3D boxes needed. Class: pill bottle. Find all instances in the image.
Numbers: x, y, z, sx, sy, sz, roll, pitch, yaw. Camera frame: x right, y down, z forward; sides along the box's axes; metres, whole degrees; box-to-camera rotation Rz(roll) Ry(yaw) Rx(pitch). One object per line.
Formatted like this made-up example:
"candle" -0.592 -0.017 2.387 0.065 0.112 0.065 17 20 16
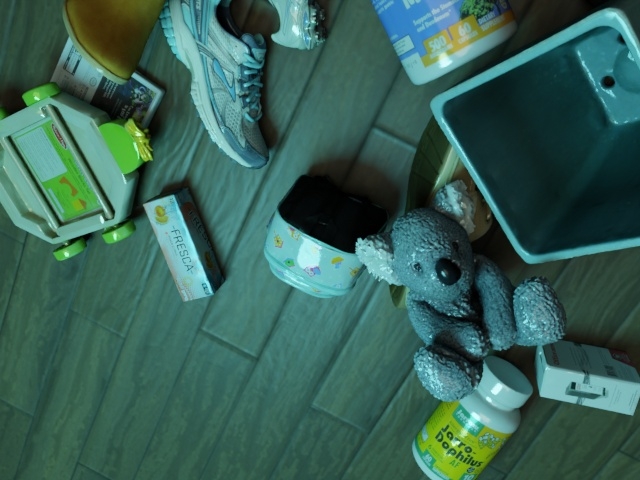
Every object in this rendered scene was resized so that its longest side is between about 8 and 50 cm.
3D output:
"pill bottle" 0.126 -0.352 0.760 0.152 0.152 0.272 -26 102 19
"pill bottle" 0.248 0.293 0.973 0.118 0.117 0.208 30 112 1

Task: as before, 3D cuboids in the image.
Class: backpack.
"backpack" 0.000 0.000 0.889 0.166 0.188 0.144 28 112 1

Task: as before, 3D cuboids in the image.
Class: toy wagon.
"toy wagon" -0.398 -0.118 0.976 0.344 0.068 0.267 -16 110 24

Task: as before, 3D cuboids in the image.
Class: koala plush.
"koala plush" 0.162 0.050 0.783 0.196 0.203 0.221 -35 100 7

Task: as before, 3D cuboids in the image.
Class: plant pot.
"plant pot" 0.339 -0.157 0.710 0.247 0.252 0.247 55 148 -11

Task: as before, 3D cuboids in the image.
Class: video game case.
"video game case" -0.369 -0.214 0.987 0.173 0.022 0.190 35 111 0

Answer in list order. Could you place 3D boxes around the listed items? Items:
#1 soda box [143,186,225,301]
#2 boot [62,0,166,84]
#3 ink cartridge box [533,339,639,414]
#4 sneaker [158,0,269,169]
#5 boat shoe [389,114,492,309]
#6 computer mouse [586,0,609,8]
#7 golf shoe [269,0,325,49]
"soda box" -0.227 0.006 1.011 0.063 0.058 0.183 -14 106 16
"boot" -0.225 -0.354 0.783 0.211 0.295 0.104 -33 137 19
"ink cartridge box" 0.404 0.204 0.918 0.135 0.099 0.056 10 111 10
"sneaker" -0.130 -0.242 0.879 0.122 0.110 0.283 -21 103 15
"boat shoe" 0.188 -0.048 0.877 0.110 0.121 0.341 6 121 -8
"computer mouse" 0.412 -0.398 0.695 0.272 0.072 0.188 -49 60 28
"golf shoe" -0.039 -0.360 0.842 0.086 0.069 0.176 6 109 16
